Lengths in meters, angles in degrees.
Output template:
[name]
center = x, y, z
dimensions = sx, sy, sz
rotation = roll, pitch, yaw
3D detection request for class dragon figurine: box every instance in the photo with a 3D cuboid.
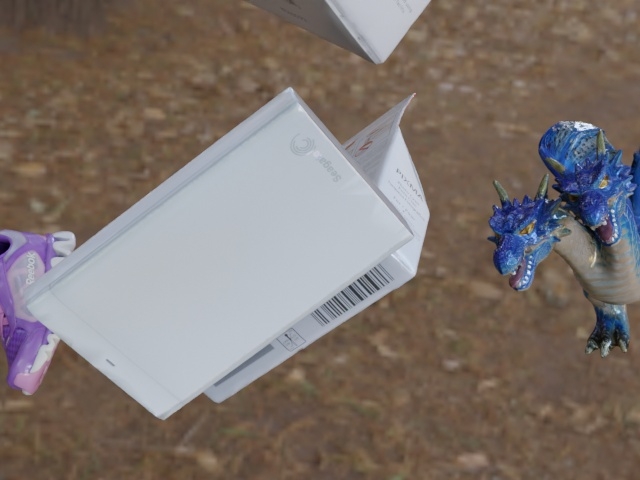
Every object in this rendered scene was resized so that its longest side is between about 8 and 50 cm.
[dragon figurine]
center = 0.181, -0.031, 0.815
dimensions = 0.085, 0.144, 0.289
rotation = -7, 26, 31

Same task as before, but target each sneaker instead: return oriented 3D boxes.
[sneaker]
center = -0.347, 0.073, 1.601
dimensions = 0.104, 0.095, 0.236
rotation = 19, 39, -20

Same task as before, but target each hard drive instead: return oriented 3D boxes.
[hard drive]
center = -0.090, 0.021, 1.300
dimensions = 0.307, 0.203, 0.040
rotation = -36, 38, 9

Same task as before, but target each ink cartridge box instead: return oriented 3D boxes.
[ink cartridge box]
center = 0.000, 0.000, 1.721
dimensions = 0.091, 0.308, 0.385
rotation = 48, 27, -13

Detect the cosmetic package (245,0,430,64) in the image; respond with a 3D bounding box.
[cosmetic package]
center = 0.060, -0.346, 1.089
dimensions = 0.197, 0.365, 0.155
rotation = 34, -8, 39
